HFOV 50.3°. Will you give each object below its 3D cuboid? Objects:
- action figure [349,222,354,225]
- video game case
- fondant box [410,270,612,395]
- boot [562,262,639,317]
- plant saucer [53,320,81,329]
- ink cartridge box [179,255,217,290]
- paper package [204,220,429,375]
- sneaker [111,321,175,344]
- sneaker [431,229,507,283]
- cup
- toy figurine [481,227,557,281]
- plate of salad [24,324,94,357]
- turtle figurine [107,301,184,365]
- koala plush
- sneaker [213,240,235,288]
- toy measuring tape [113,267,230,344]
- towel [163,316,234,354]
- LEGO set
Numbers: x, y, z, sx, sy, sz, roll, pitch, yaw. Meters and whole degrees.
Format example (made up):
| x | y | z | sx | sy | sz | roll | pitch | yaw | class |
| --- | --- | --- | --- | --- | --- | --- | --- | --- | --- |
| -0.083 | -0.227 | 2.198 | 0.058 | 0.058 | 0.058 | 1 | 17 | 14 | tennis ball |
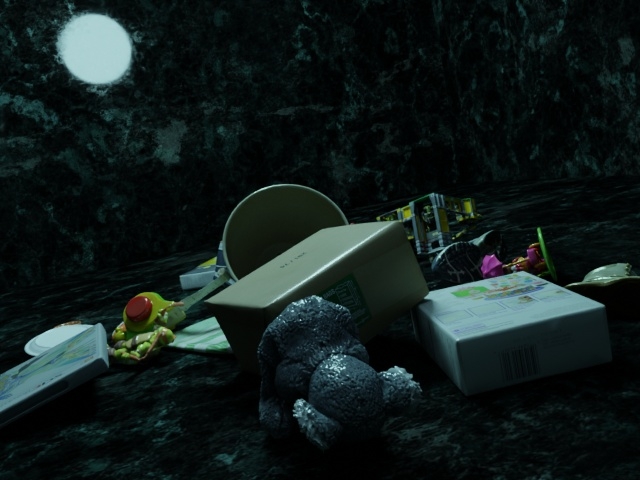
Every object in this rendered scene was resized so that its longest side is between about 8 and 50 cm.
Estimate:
| x | y | z | sx | sy | sz | roll | pitch | yaw | class |
| --- | --- | --- | --- | --- | --- | --- | --- | --- | --- |
| 0.105 | 0.014 | 1.970 | 0.091 | 0.139 | 0.280 | 4 | 37 | -19 | action figure |
| -0.580 | 0.284 | 1.395 | 0.300 | 0.036 | 0.329 | -28 | 12 | -14 | video game case |
| 0.308 | 0.146 | 1.180 | 0.238 | 0.096 | 0.330 | -12 | 9 | -4 | fondant box |
| 0.582 | 0.089 | 1.284 | 0.213 | 0.077 | 0.165 | -5 | 8 | 40 | boot |
| -0.790 | 0.270 | 2.130 | 0.083 | 0.013 | 0.083 | -10 | 8 | 2 | plant saucer |
| -0.306 | 0.099 | 2.482 | 0.307 | 0.072 | 0.303 | -10 | 7 | 20 | ink cartridge box |
| -0.009 | 0.108 | 1.299 | 0.325 | 0.168 | 0.309 | -31 | 12 | -27 | paper package |
| -0.463 | 0.231 | 1.785 | 0.175 | 0.064 | 0.067 | -21 | 23 | -39 | sneaker |
| 0.372 | 0.061 | 1.775 | 0.283 | 0.110 | 0.122 | -15 | -9 | -42 | sneaker |
| -0.090 | 0.047 | 1.825 | 0.331 | 0.331 | 0.237 | -13 | -19 | -9 | cup |
| 0.460 | 0.059 | 1.605 | 0.159 | 0.130 | 0.173 | -18 | -17 | 19 | toy figurine |
| -0.687 | 0.276 | 1.831 | 0.200 | 0.048 | 0.200 | -5 | 17 | 1 | plate of salad |
| -0.417 | 0.238 | 1.567 | 0.217 | 0.087 | 0.269 | -19 | 19 | 14 | turtle figurine |
| 0.018 | 0.201 | 0.944 | 0.196 | 0.203 | 0.221 | -14 | 20 | -16 | koala plush |
| -0.214 | 0.112 | 2.221 | 0.282 | 0.153 | 0.099 | 18 | -6 | -22 | sneaker |
| -0.387 | 0.152 | 1.724 | 0.330 | 0.121 | 0.121 | -37 | 11 | -5 | toy measuring tape |
| -0.201 | 0.213 | 1.632 | 0.325 | 0.038 | 0.248 | -3 | 12 | 46 | towel |
| 0.331 | -0.006 | 2.106 | 0.331 | 0.192 | 0.255 | -18 | -19 | 35 | LEGO set |
